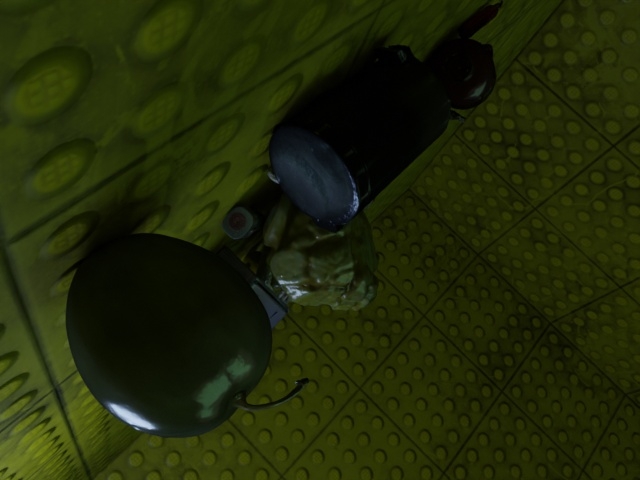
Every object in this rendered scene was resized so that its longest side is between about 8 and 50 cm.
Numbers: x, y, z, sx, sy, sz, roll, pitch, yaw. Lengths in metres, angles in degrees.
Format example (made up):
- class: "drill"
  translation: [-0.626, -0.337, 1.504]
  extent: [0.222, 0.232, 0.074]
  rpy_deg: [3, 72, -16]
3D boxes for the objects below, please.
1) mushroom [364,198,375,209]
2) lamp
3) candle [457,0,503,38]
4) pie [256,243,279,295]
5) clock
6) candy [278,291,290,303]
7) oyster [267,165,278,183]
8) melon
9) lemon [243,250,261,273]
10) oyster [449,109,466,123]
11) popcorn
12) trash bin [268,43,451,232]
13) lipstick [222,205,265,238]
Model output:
- class: "mushroom"
  translation: [0.146, -0.184, 2.096]
  extent: [0.107, 0.087, 0.333]
  rpy_deg: [-49, 170, -9]
- class: "lamp"
  translation: [0.372, -0.432, 1.567]
  extent: [0.180, 0.180, 0.258]
  rpy_deg: [-48, 172, 19]
- class: "candle"
  translation: [0.415, -0.577, 1.558]
  extent: [0.162, 0.048, 0.053]
  rpy_deg: [-42, -158, -19]
- class: "pie"
  translation: [-0.088, 0.021, 1.639]
  extent: [0.337, 0.075, 0.337]
  rpy_deg: [-60, 169, -19]
- class: "clock"
  translation: [-0.168, 0.114, 1.414]
  extent: [0.073, 0.145, 0.193]
  rpy_deg: [-46, 144, -7]
- class: "candy"
  translation: [-0.168, 0.150, 1.871]
  extent: [0.289, 0.157, 0.214]
  rpy_deg: [-47, 169, 13]
- class: "oyster"
  translation: [-0.049, -0.160, 1.243]
  extent: [0.106, 0.061, 0.200]
  rpy_deg: [-64, 174, 5]
- class: "melon"
  translation: [-0.207, 0.127, 0.830]
  extent: [0.272, 0.308, 0.271]
  rpy_deg: [-21, 135, -23]
- class: "lemon"
  translation: [-0.181, 0.060, 1.654]
  extent: [0.062, 0.062, 0.083]
  rpy_deg: [-50, 169, 35]
- class: "oyster"
  translation: [0.249, -0.332, 1.586]
  extent: [0.276, 0.100, 0.271]
  rpy_deg: [-14, 177, -4]
- class: "popcorn"
  translation: [0.012, 0.005, 1.368]
  extent: [0.334, 0.294, 0.292]
  rpy_deg: [-124, -123, -79]
- class: "trash bin"
  translation: [0.079, -0.191, 1.114]
  extent: [0.301, 0.203, 0.252]
  rpy_deg: [-43, 137, -31]
- class: "lipstick"
  translation: [-0.148, -0.040, 1.282]
  extent: [0.063, 0.057, 0.186]
  rpy_deg: [-47, 176, 9]
